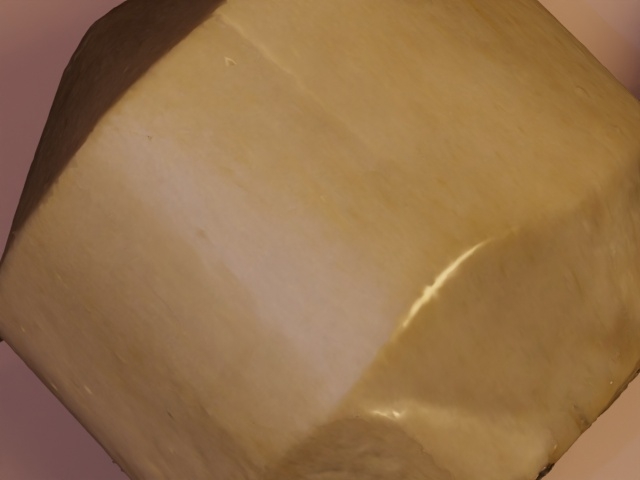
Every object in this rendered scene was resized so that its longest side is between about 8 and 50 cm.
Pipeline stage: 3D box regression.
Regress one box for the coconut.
[{"bbox_3d":[0.000,0.000,0.825,0.323,0.323,0.323,0,90,21],"label":"coconut"}]
